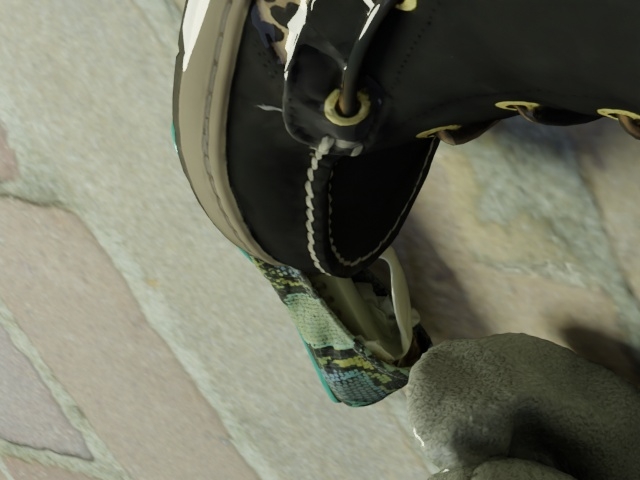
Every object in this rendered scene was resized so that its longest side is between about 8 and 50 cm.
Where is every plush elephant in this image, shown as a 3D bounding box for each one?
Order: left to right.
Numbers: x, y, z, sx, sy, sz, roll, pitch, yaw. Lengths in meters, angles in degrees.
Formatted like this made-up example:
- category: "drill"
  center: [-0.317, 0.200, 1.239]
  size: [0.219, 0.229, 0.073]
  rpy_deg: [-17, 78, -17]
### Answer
- category: "plush elephant"
  center: [0.101, 0.205, 0.776]
  size: [0.255, 0.272, 0.330]
  rpy_deg: [36, 123, -21]

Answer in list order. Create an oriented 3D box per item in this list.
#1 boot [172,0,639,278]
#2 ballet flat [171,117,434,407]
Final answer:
- category: "boot"
  center: [0.108, -0.059, 0.546]
  size: [0.284, 0.138, 0.377]
  rpy_deg: [31, 143, 13]
- category: "ballet flat"
  center: [0.000, 0.000, 0.813]
  size: [0.070, 0.070, 0.188]
  rpy_deg: [3, 136, 45]
